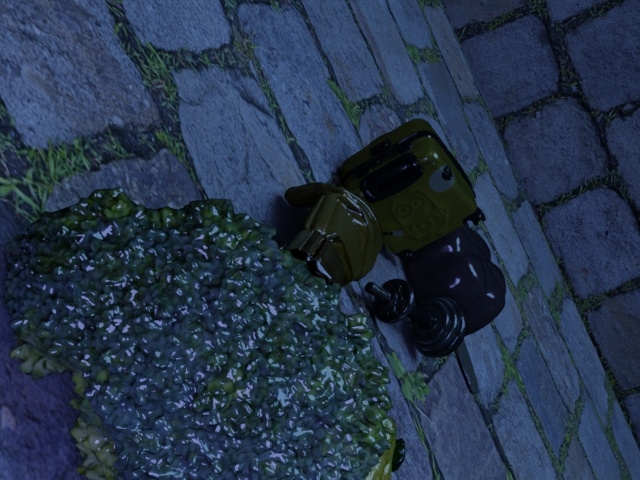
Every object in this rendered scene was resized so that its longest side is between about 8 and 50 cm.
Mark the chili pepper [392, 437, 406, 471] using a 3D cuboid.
[{"bbox_3d":[0.040,0.243,1.254,0.279,0.065,0.122,55,17,-30],"label":"chili pepper"}]

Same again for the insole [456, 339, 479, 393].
[{"bbox_3d":[0.283,0.215,1.871,0.063,0.010,0.192,28,43,-57],"label":"insole"}]

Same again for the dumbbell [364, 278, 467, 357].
[{"bbox_3d":[0.155,0.120,1.575,0.254,0.110,0.110,32,40,-45],"label":"dumbbell"}]

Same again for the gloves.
[{"bbox_3d":[0.013,-0.004,1.325,0.154,0.141,0.331,59,24,-14],"label":"gloves"}]

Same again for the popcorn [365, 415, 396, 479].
[{"bbox_3d":[-0.008,0.244,1.013,0.167,0.186,0.187,-64,161,-10],"label":"popcorn"}]

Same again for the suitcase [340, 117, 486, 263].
[{"bbox_3d":[0.160,-0.094,1.664,0.235,0.194,0.143,46,22,-40],"label":"suitcase"}]

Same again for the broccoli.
[{"bbox_3d":[-0.128,0.127,0.826,0.375,0.302,0.249,33,54,-9],"label":"broccoli"}]

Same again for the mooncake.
[{"bbox_3d":[0.263,0.061,1.820,0.245,0.133,0.245,47,23,-27],"label":"mooncake"}]

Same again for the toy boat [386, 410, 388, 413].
[{"bbox_3d":[0.080,0.241,1.371,0.038,0.038,0.083,12,58,-62],"label":"toy boat"}]
